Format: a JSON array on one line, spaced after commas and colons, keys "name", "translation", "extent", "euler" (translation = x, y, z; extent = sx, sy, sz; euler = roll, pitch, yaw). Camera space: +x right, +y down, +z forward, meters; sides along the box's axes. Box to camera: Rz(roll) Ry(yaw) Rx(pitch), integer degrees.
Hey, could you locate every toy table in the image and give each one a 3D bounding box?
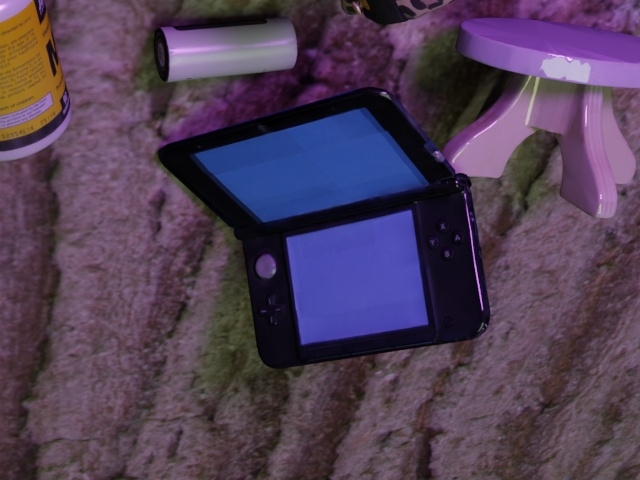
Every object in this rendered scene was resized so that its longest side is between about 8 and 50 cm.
[{"name": "toy table", "translation": [0.261, -0.142, 1.352], "extent": [0.274, 0.252, 0.161], "euler": [5, 112, -16]}]

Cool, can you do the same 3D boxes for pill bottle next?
[{"name": "pill bottle", "translation": [-0.297, -0.183, 1.093], "extent": [0.119, 0.119, 0.208], "euler": [-18, 136, -12]}]

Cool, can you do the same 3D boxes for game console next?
[{"name": "game console", "translation": [0.000, 0.000, 1.301], "extent": [0.293, 0.250, 0.173], "euler": [-12, 172, 32]}]

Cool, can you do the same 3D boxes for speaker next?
[{"name": "speaker", "translation": [-0.094, -0.191, 1.239], "extent": [0.136, 0.055, 0.055], "euler": [-9, 133, -20]}]

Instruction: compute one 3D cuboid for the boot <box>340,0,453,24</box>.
[{"name": "boot", "translation": [-0.024, -0.303, 0.989], "extent": [0.377, 0.138, 0.284], "euler": [-14, 129, 26]}]
